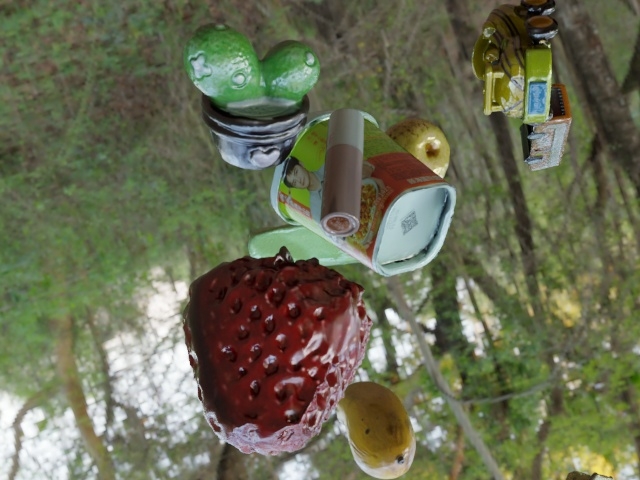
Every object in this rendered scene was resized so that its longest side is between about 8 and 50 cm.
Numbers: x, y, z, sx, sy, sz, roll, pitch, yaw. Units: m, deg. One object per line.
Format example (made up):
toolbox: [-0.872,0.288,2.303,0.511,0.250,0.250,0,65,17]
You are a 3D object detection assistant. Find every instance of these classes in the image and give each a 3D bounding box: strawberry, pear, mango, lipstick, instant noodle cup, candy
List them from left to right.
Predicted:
strawberry: [-0.076,0.200,1.517,0.318,0.345,0.295,15,139,-12]
candy: [0.000,0.000,2.276,0.344,0.132,0.142,-9,-154,15]
lipstick: [0.041,-0.127,1.695,0.070,0.070,0.254,-17,-132,26]
instant noodle cup: [0.097,-0.091,1.919,0.294,0.293,0.308,-22,-136,-33]
mango: [0.135,0.461,2.338,0.144,0.187,0.359,19,-161,-25]
pear: [0.202,-0.190,2.100,0.178,0.178,0.178,-19,-176,1]

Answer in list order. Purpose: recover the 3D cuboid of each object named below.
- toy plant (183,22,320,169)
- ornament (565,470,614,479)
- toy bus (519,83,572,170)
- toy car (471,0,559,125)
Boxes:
toy plant: [-0.114,-0.241,1.522,0.218,0.235,0.175,-2,-143,-11]
ornament: [0.360,0.429,1.332,0.059,0.201,0.180,-3,162,44]
toy bus: [0.478,-0.237,2.007,0.092,0.093,0.409,-10,170,9]
toy car: [0.336,-0.313,1.632,0.142,0.200,0.248,0,-142,7]
